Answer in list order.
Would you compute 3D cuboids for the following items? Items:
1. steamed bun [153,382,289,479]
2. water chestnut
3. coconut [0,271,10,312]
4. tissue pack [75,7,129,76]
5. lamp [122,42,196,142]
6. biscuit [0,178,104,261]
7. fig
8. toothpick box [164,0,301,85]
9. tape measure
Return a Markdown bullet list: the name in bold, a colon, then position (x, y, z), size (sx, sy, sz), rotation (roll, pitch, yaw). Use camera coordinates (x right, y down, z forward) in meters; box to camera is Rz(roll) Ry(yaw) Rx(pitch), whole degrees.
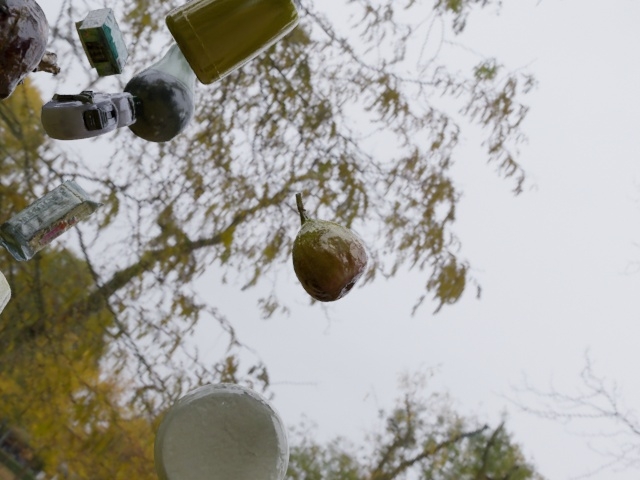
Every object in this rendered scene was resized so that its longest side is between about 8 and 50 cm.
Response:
- **steamed bun**: position (-0.208, 0.445, 1.615), size (0.283, 0.283, 0.177), rotation (37, -20, 6)
- **water chestnut**: position (-0.847, -0.516, 2.030), size (0.335, 0.335, 0.347), rotation (15, -14, 42)
- **coconut**: position (-0.746, 0.108, 1.555), size (0.202, 0.222, 0.202), rotation (5, -48, 6)
- **tissue pack**: position (-0.455, -0.408, 1.577), size (0.079, 0.085, 0.111), rotation (-5, -47, 9)
- **lamp**: position (-0.382, -0.380, 1.921), size (0.181, 0.314, 0.182), rotation (11, -41, 10)
- **biscuit**: position (-0.829, -0.067, 2.304), size (0.186, 0.309, 0.079), rotation (32, -28, 31)
- **fig**: position (0.000, 0.000, 1.617), size (0.159, 0.159, 0.257), rotation (98, -29, -61)
- **toothpick box**: position (-0.181, -0.472, 1.648), size (0.175, 0.271, 0.175), rotation (58, -2, 3)
- **tape measure**: position (-0.543, -0.295, 1.746), size (0.196, 0.178, 0.105), rotation (3, -67, 21)
